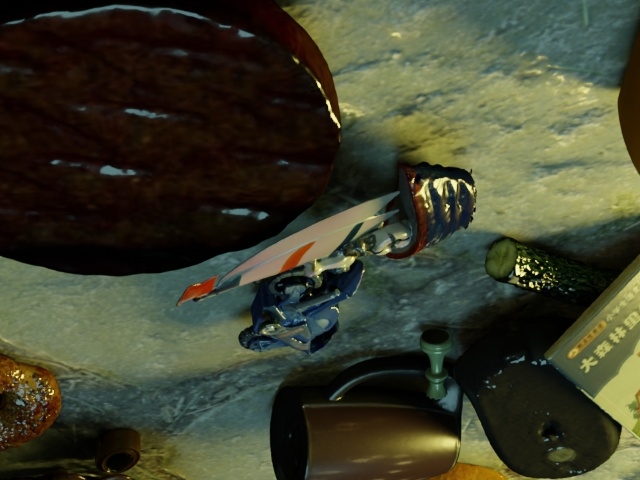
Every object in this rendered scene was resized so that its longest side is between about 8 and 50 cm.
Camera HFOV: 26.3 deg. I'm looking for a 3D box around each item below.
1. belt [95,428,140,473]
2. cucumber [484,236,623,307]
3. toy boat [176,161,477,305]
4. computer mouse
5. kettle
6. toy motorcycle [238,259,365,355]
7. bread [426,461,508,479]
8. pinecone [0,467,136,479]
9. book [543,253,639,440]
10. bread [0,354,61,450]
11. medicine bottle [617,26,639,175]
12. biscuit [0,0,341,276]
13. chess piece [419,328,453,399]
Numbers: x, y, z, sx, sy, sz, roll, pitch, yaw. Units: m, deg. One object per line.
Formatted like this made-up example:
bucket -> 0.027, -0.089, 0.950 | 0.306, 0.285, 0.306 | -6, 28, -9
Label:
belt -> -0.274, 0.284, 1.839 | 0.059, 0.036, 0.083 | 12, 142, -25
cucumber -> 0.272, 0.044, 1.573 | 0.187, 0.058, 0.058 | 15, 140, -30
toy boat -> 0.020, -0.013, 1.354 | 0.318, 0.072, 0.219 | -10, 160, -32
computer mouse -> 0.280, 0.192, 1.742 | 0.183, 0.116, 0.323 | -18, 137, 10
kettle -> 0.068, 0.234, 1.769 | 0.232, 0.144, 0.202 | -1, 116, -22
toy motorcycle -> -0.023, 0.077, 1.547 | 0.114, 0.076, 0.205 | 1, 149, -17
bread -> 0.177, 0.456, 2.074 | 0.312, 0.172, 0.312 | -9, 145, -6
pinecone -> -0.325, 0.471, 1.819 | 0.398, 0.397, 0.397 | -5, 146, -4
book -> 0.415, 0.120, 1.656 | 0.228, 0.018, 0.322 | -48, 138, 5
bread -> -0.411, 0.200, 1.664 | 0.193, 0.064, 0.193 | -7, 143, -5
medicine bottle -> 0.364, -0.159, 1.236 | 0.149, 0.112, 0.222 | -5, 147, -4
biscuit -> -0.185, -0.105, 1.231 | 0.407, 0.091, 0.407 | -4, 148, -3
chess piece -> 0.144, 0.158, 1.695 | 0.042, 0.042, 0.093 | -5, 117, -4
